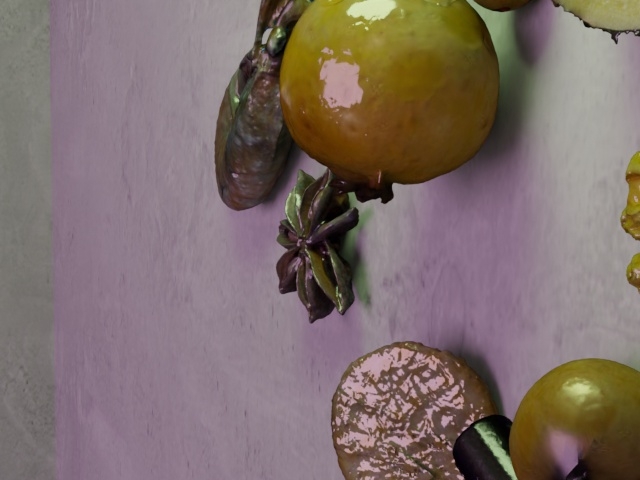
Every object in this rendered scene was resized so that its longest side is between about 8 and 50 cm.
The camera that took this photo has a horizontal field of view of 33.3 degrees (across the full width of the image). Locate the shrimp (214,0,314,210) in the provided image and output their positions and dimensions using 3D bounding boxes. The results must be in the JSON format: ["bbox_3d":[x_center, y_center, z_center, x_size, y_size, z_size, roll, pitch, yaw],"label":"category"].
[{"bbox_3d":[-0.082,-0.212,1.557,0.446,0.110,0.221,123,145,-54],"label":"shrimp"}]

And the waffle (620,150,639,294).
[{"bbox_3d":[0.338,-0.018,0.782,0.312,0.060,0.307,41,128,52],"label":"waffle"}]

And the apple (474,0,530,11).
[{"bbox_3d":[0.179,-0.267,1.052,0.084,0.071,0.084,11,102,62],"label":"apple"}]

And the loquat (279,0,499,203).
[{"bbox_3d":[0.069,-0.153,1.112,0.244,0.244,0.244,11,102,62],"label":"loquat"}]

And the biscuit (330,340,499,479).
[{"bbox_3d":[0.104,0.218,1.188,0.219,0.033,0.220,3,96,29],"label":"biscuit"}]

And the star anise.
[{"bbox_3d":[-0.008,0.003,1.446,0.197,0.073,0.212,15,103,58],"label":"star anise"}]

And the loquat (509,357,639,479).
[{"bbox_3d":[0.234,0.176,0.917,0.163,0.137,0.163,55,157,36],"label":"loquat"}]

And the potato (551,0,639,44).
[{"bbox_3d":[0.274,-0.235,0.865,0.200,0.081,0.164,27,109,56],"label":"potato"}]

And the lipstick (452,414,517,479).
[{"bbox_3d":[0.224,0.290,1.009,0.300,0.081,0.081,56,140,43],"label":"lipstick"}]
